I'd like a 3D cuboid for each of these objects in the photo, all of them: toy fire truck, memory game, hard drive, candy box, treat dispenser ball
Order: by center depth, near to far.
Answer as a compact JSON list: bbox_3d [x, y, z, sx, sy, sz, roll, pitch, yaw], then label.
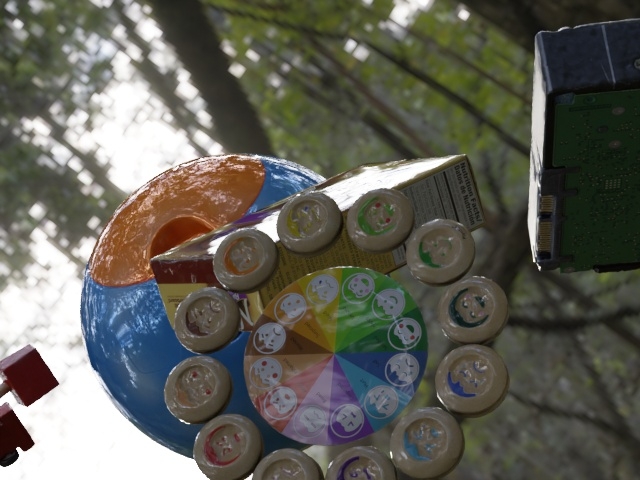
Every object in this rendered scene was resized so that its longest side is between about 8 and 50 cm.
[{"bbox_3d":[0.006,0.055,0.859,0.186,0.186,0.012,-50,-30,-9],"label":"memory game"},{"bbox_3d":[0.000,0.000,1.061,0.187,0.109,0.053,-24,-77,-37],"label":"candy box"},{"bbox_3d":[0.320,-0.074,1.207,0.339,0.064,0.237,-7,-34,2],"label":"hard drive"},{"bbox_3d":[-0.076,0.063,1.549,0.288,0.288,0.288,-41,-27,-26],"label":"treat dispenser ball"},{"bbox_3d":[-0.323,0.179,1.555,0.192,0.135,0.047,-34,-69,-13],"label":"toy fire truck"}]
